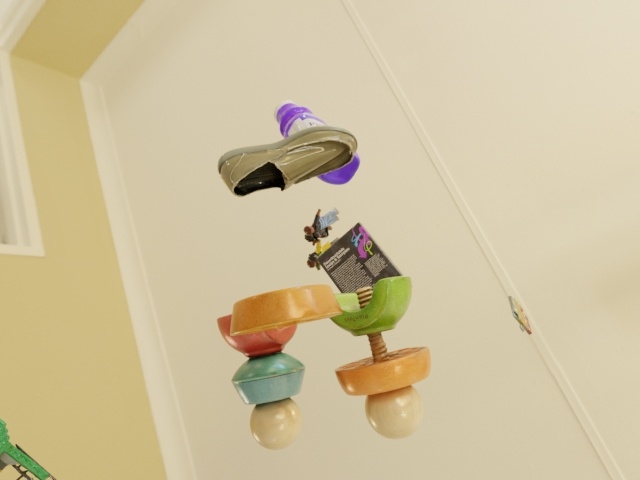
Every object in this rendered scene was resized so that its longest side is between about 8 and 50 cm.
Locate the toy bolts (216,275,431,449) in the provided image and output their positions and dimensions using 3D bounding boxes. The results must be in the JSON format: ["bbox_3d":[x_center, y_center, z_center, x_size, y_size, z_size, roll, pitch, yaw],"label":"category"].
[{"bbox_3d":[-0.020,0.141,0.444,0.228,0.218,0.158,-20,-105,35],"label":"toy bolts"}]

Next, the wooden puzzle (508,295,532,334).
[{"bbox_3d":[0.330,0.123,0.711,0.006,0.083,0.049,-35,-71,29],"label":"wooden puzzle"}]

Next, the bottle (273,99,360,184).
[{"bbox_3d":[-0.023,-0.238,0.998,0.092,0.118,0.283,-58,-134,23],"label":"bottle"}]

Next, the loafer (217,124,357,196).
[{"bbox_3d":[-0.052,-0.126,0.752,0.251,0.094,0.087,-16,-128,0],"label":"loafer"}]

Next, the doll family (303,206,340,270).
[{"bbox_3d":[0.000,0.000,1.112,0.076,0.111,0.193,21,-50,48],"label":"doll family"}]

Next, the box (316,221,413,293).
[{"bbox_3d":[0.082,0.061,0.831,0.116,0.029,0.162,-41,-108,12],"label":"box"}]

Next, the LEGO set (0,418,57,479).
[{"bbox_3d":[-0.298,0.321,0.336,0.192,0.331,0.255,-44,-162,-6],"label":"LEGO set"}]
